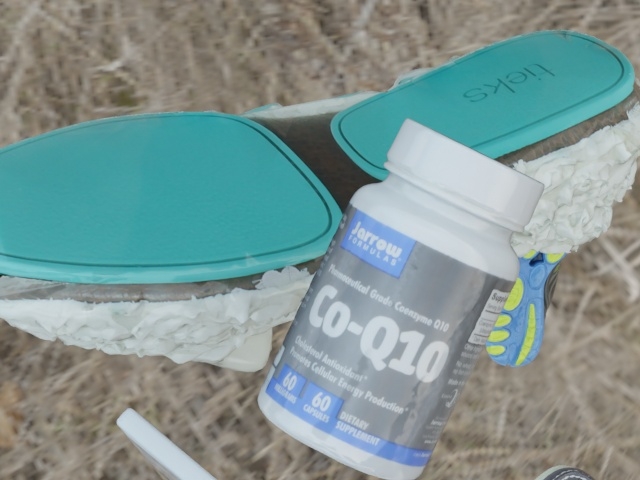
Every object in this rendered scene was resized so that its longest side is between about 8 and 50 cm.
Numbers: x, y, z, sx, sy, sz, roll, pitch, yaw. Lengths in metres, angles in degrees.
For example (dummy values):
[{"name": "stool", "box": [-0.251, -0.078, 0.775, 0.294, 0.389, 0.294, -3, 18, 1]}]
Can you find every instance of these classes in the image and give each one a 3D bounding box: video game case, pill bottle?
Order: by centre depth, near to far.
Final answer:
[{"name": "pill bottle", "box": [0.035, 0.024, 0.758, 0.078, 0.078, 0.137, 26, 96, 14]}, {"name": "video game case", "box": [-0.081, 0.234, 1.561, 0.190, 0.173, 0.022, 35, 75, 28]}]

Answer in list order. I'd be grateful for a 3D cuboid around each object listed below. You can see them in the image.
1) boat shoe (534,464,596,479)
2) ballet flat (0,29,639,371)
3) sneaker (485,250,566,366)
[{"name": "boat shoe", "box": [0.188, 0.331, 1.631, 0.103, 0.092, 0.285, 36, 71, -8]}, {"name": "ballet flat", "box": [0.000, 0.000, 0.926, 0.147, 0.408, 0.147, 41, 139, 51]}, {"name": "sneaker", "box": [0.181, 0.016, 1.580, 0.067, 0.078, 0.188, 12, 111, -4]}]
